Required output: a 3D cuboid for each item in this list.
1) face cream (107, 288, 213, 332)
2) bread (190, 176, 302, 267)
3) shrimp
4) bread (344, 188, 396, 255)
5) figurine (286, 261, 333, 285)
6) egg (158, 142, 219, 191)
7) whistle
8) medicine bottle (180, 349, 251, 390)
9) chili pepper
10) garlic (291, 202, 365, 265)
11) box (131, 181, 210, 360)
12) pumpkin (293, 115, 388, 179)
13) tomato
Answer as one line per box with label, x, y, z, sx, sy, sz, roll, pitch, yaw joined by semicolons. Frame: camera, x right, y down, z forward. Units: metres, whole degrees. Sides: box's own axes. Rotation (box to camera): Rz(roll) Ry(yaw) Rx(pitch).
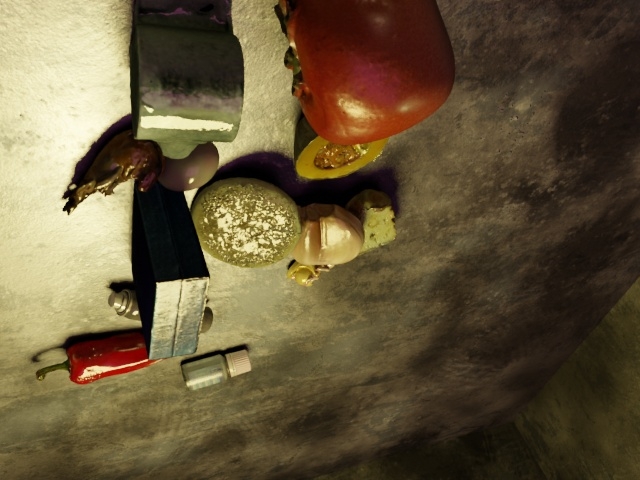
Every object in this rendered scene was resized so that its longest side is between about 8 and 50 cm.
face cream;-0.403;0.178;1.566;0.283;0.073;0.073;21;123;-43
bread;-0.169;-0.030;1.406;0.266;0.040;0.267;1;132;1
shrimp;-0.408;-0.109;1.193;0.262;0.117;0.066;-42;172;19
bread;0.127;-0.051;1.591;0.128;0.088;0.232;-14;148;1
figurine;-0.006;0.060;1.658;0.187;0.083;0.083;-34;142;21
egg;-0.265;-0.152;1.228;0.135;0.103;0.103;-29;143;5
whistle;-0.223;-0.331;1.022;0.168;0.188;0.405;-1;103;-21
medicine bottle;-0.312;0.386;1.855;0.203;0.083;0.083;-14;141;-13
chili pepper;-0.538;0.305;1.615;0.387;0.110;0.110;-8;140;-23
garlic;0.000;0.000;1.519;0.217;0.110;0.228;2;151;6
box;-0.329;0.061;1.302;0.116;0.279;0.261;-5;138;-22
pumpkin;0.029;-0.223;1.324;0.217;0.110;0.217;-24;154;-12
tomato;0.074;-0.333;1.029;0.272;0.341;0.341;-14;142;-5
